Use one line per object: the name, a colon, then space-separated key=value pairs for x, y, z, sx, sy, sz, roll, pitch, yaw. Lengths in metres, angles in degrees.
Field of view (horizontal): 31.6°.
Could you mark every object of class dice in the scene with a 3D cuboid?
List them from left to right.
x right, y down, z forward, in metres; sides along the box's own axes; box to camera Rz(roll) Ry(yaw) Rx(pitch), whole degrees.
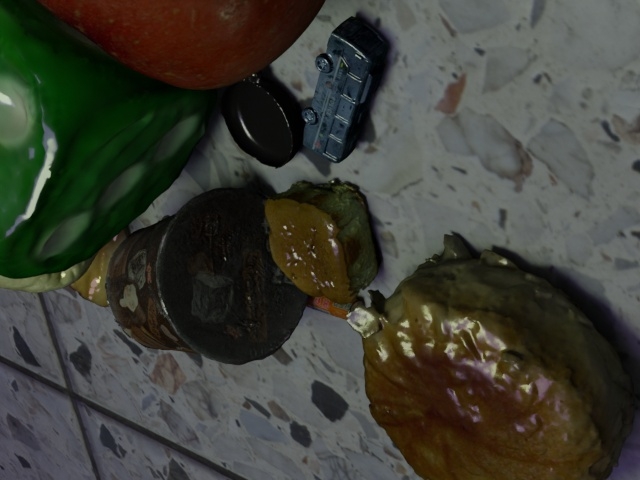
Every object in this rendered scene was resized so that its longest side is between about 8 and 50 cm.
dice: x=-0.317 y=-0.156 z=1.299 sx=0.287 sy=0.297 sz=0.300 roll=44 pitch=118 yaw=13

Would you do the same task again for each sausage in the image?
sausage: x=0.005 y=0.076 z=1.433 sx=0.107 sy=0.031 sz=0.031 roll=17 pitch=130 yaw=35

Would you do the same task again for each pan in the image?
pan: x=-0.077 y=-0.178 z=1.302 sx=0.115 sy=0.040 sz=0.212 roll=20 pitch=140 yaw=34

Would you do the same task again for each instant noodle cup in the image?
instant noodle cup: x=-0.155 y=0.051 z=1.444 sx=0.207 sy=0.217 sz=0.217 roll=-12 pitch=111 yaw=55

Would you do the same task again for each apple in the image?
apple: x=-0.140 y=-0.310 z=1.036 sx=0.348 sy=0.348 sz=0.277 roll=40 pitch=102 yaw=14

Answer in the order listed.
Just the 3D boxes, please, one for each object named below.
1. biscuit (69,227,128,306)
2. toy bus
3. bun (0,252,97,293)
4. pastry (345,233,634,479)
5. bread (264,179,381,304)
biscuit: x=-0.332 y=0.021 z=1.692 sx=0.118 sy=0.061 sz=0.183 roll=-12 pitch=118 yaw=4
toy bus: x=0.024 y=-0.158 z=1.216 sx=0.065 sy=0.047 sz=0.166 roll=34 pitch=140 yaw=13
bun: x=-0.404 y=-0.066 z=1.533 sx=0.259 sy=0.259 sz=0.160 roll=49 pitch=155 yaw=3
pastry: x=0.189 y=0.165 z=1.239 sx=0.329 sy=0.136 sz=0.329 roll=25 pitch=133 yaw=29
bread: x=0.000 y=0.000 z=1.348 sx=0.128 sy=0.069 sz=0.140 roll=10 pitch=125 yaw=41
